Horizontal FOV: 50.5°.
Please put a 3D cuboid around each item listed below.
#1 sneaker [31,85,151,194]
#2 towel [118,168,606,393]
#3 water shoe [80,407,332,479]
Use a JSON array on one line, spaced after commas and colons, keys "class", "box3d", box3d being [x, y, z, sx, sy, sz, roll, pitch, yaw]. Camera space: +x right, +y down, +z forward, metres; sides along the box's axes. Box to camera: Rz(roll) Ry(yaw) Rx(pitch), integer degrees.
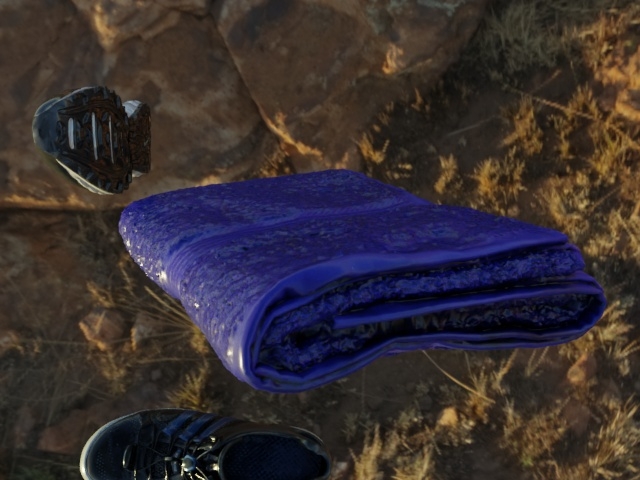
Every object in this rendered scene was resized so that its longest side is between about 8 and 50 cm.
[{"class": "sneaker", "box3d": [-0.243, -0.100, 0.690, 0.107, 0.271, 0.100, -1, 97, -4]}, {"class": "towel", "box3d": [0.000, 0.000, 0.465, 0.308, 0.227, 0.076, 23, 114, 60]}, {"class": "water shoe", "box3d": [-0.091, 0.169, 0.542, 0.203, 0.080, 0.073, 1, 72, -6]}]
